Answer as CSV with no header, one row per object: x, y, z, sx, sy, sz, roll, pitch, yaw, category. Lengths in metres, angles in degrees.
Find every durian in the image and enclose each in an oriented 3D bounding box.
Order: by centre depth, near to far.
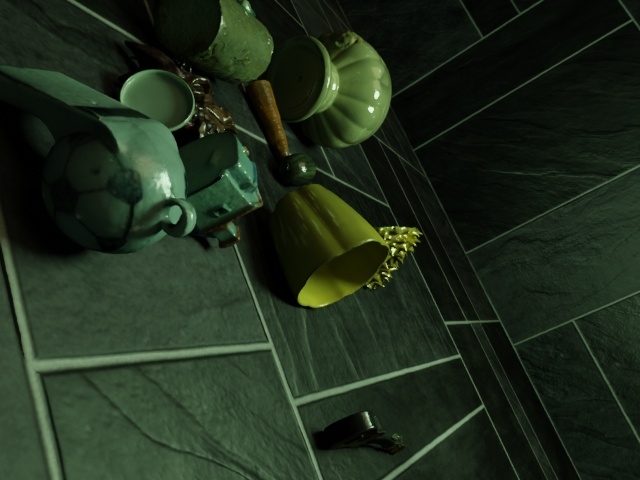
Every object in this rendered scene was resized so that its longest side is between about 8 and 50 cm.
0.148,0.009,1.342,0.305,0.196,0.185,20,51,-63,durian

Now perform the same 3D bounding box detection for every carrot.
-0.115,-0.272,1.298,0.061,0.061,0.209,5,63,-66,carrot

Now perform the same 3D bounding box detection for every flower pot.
0.000,0.000,1.031,0.179,0.195,0.195,56,17,26,flower pot
0.011,-0.401,1.447,0.244,0.307,0.307,-1,62,-52,flower pot

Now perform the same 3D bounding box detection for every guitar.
0.092,0.334,0.948,0.271,0.084,0.038,41,25,-55,guitar

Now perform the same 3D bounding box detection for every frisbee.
-0.245,-0.209,0.831,0.110,0.110,0.014,66,-23,14,frisbee

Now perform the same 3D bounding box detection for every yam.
-0.204,-0.404,1.088,0.161,0.161,0.268,62,14,5,yam

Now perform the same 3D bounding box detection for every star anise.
-0.216,-0.242,0.935,0.272,0.102,0.272,42,29,-30,star anise

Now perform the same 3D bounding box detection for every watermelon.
-0.053,-0.159,1.245,0.078,0.078,0.111,60,26,0,watermelon

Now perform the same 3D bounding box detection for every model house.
-0.152,-0.064,0.822,0.148,0.148,0.119,59,11,-45,model house

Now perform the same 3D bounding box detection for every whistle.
-0.251,-0.076,0.619,0.290,0.163,0.163,27,10,21,whistle

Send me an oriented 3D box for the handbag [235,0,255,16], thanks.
-0.261,-0.585,1.295,0.274,0.100,0.268,49,24,-29,handbag
